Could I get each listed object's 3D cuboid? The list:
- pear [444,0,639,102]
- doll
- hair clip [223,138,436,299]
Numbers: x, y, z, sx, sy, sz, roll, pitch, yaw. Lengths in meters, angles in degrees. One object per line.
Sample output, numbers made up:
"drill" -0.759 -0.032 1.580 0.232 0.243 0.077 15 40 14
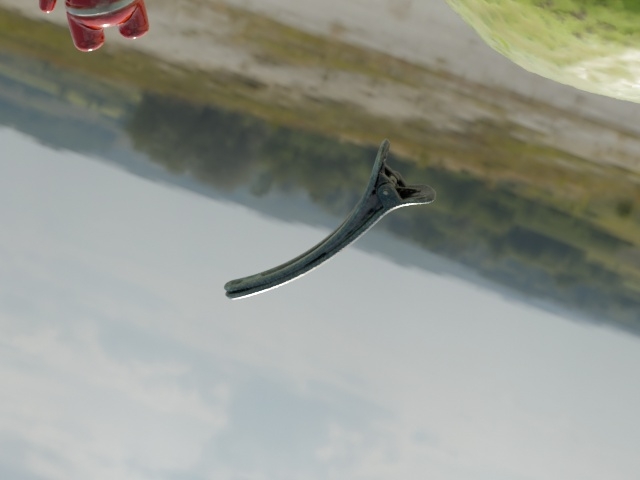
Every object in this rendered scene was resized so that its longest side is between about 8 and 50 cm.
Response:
"pear" 0.217 -0.262 0.979 0.391 0.391 0.391 21 -178 -1
"doll" -0.257 -0.322 1.712 0.142 0.245 0.076 -19 -139 -8
"hair clip" 0.000 0.000 1.415 0.070 0.229 0.039 46 -154 -11
